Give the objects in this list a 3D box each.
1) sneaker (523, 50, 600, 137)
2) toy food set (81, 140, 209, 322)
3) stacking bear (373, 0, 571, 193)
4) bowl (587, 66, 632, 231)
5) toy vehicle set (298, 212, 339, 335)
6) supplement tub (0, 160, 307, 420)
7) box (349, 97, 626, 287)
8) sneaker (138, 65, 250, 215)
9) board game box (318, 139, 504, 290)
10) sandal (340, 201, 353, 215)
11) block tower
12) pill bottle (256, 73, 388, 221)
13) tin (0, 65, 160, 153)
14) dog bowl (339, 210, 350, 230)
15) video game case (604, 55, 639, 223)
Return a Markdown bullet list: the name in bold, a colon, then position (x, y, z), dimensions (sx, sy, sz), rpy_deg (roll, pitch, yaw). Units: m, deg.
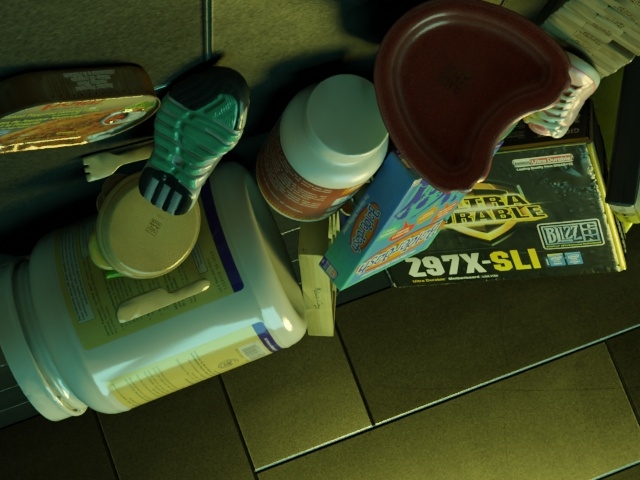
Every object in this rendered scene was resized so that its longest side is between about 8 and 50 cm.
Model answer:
- **sneaker**: position (0.245, -0.143, 1.407), dimensions (0.070, 0.051, 0.134), rpy_deg (-56, 171, -7)
- **toy food set**: position (-0.194, -0.018, 1.499), dimensions (0.132, 0.192, 0.038), rpy_deg (-19, -156, -26)
- **stacking bear**: position (0.143, -0.159, 1.408), dimensions (0.175, 0.164, 0.289), rpy_deg (-47, 178, 8)
- **bowl**: position (0.379, -0.148, 1.891), dimensions (0.156, 0.290, 0.289), rpy_deg (21, 169, 1)
- **toy vehicle set**: position (0.000, 0.000, 1.783), dimensions (0.035, 0.166, 0.267), rpy_deg (2, 155, 3)
- **supplement tub**: position (-0.206, 0.067, 1.673), dimensions (0.331, 0.241, 0.241), rpy_deg (-21, 171, 5)
- **box**: position (0.209, -0.051, 1.744), dimensions (0.322, 0.079, 0.257), rpy_deg (-5, 143, 20)
- **sneaker**: position (-0.119, -0.121, 1.380), dimensions (0.224, 0.083, 0.098), rpy_deg (-50, -172, 51)
- **board game box**: position (0.104, -0.042, 1.595), dimensions (0.160, 0.047, 0.210), rpy_deg (-25, 158, -39)
- **sandal**: position (0.029, -0.073, 1.891), dimensions (0.088, 0.079, 0.240), rpy_deg (-21, 171, 0)
- **block tower**: position (0.282, -0.229, 1.298), dimensions (0.091, 0.097, 0.335), rpy_deg (-56, -179, -7)
- **pill bottle**: position (0.005, -0.103, 1.518), dimensions (0.121, 0.121, 0.216), rpy_deg (-18, 171, -17)
- **tin**: position (-0.226, -0.115, 1.201), dimensions (0.106, 0.040, 0.189), rpy_deg (-24, 172, 42)
- **dog bowl**: position (0.152, -0.038, 2.300), dimensions (0.264, 0.104, 0.265), rpy_deg (-21, 171, -4)
- **video game case**: position (0.369, -0.164, 1.573), dimensions (0.035, 0.275, 0.248), rpy_deg (8, 179, 16)
